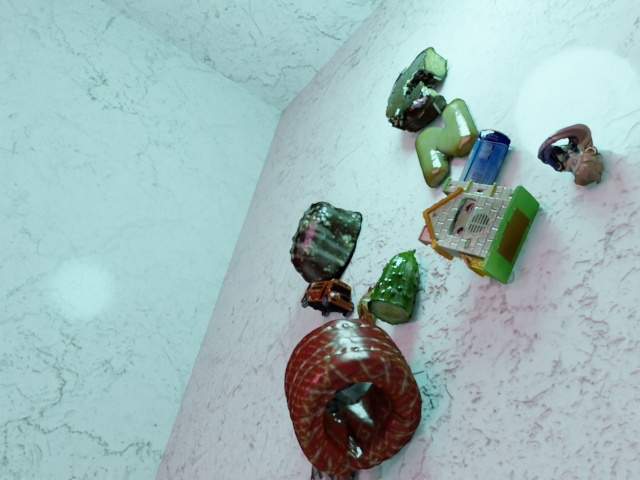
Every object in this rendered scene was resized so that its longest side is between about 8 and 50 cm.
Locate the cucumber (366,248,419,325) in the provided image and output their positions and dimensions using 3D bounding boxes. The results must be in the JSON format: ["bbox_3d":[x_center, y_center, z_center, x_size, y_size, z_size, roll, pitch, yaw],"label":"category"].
[{"bbox_3d":[0.233,0.120,1.738,0.134,0.134,0.244,-31,27,53],"label":"cucumber"}]

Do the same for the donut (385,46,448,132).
[{"bbox_3d":[0.360,-0.536,2.218,0.259,0.136,0.345,-45,26,42],"label":"donut"}]

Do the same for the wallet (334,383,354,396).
[{"bbox_3d":[0.051,0.377,1.774,0.237,0.075,0.342,-42,7,4],"label":"wallet"}]

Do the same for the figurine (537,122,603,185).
[{"bbox_3d":[0.584,-0.191,1.341,0.157,0.114,0.126,46,144,39],"label":"figurine"}]

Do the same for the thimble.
[{"bbox_3d":[0.079,0.382,1.474,0.350,0.350,0.230,-57,24,13],"label":"thimble"}]

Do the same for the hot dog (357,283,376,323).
[{"bbox_3d":[0.149,0.209,1.884,0.078,0.061,0.169,-30,38,56],"label":"hot dog"}]

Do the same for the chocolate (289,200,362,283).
[{"bbox_3d":[0.000,0.000,2.281,0.225,0.210,0.340,-5,60,63],"label":"chocolate"}]

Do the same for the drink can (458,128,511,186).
[{"bbox_3d":[0.443,-0.186,1.648,0.235,0.097,0.097,-66,21,-8],"label":"drink can"}]

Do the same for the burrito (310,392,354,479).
[{"bbox_3d":[0.032,0.608,1.615,0.139,0.101,0.445,-33,31,32],"label":"burrito"}]

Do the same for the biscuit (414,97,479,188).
[{"bbox_3d":[0.408,-0.326,1.948,0.237,0.062,0.291,-47,27,32],"label":"biscuit"}]

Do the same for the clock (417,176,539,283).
[{"bbox_3d":[0.381,-0.037,1.493,0.255,0.106,0.220,18,80,51],"label":"clock"}]

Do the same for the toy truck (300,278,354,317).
[{"bbox_3d":[0.030,0.202,2.102,0.252,0.107,0.114,-15,51,63],"label":"toy truck"}]
